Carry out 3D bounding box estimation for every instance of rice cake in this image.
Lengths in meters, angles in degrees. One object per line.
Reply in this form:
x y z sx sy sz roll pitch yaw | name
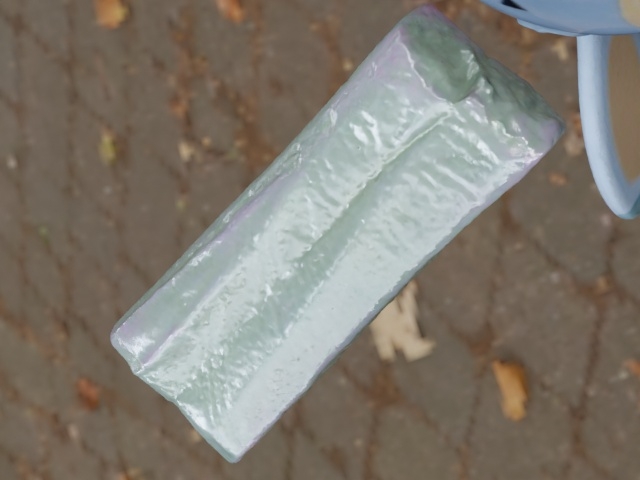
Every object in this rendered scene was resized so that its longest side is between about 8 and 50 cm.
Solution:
0.001 0.000 0.781 0.080 0.042 0.222 46 124 4 | rice cake

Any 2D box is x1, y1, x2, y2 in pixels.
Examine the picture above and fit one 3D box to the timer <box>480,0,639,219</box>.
0.118 -0.115 0.624 0.255 0.175 0.175 43 170 -37 | timer
